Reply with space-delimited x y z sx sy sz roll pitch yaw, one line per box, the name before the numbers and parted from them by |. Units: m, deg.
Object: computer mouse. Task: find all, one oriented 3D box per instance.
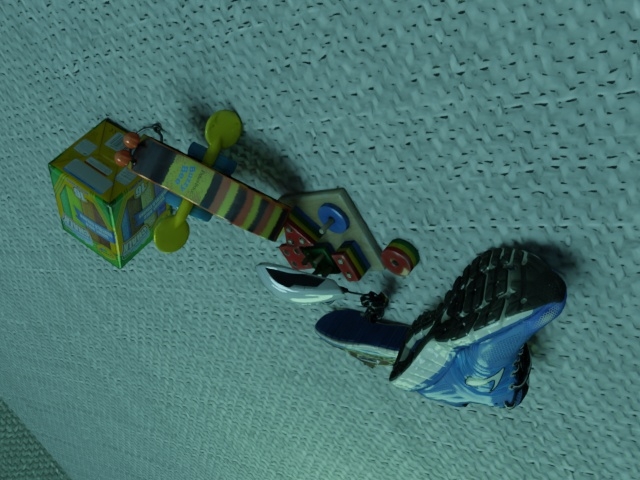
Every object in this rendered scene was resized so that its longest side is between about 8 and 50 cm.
computer mouse | -0.002 0.075 1.234 0.192 0.042 0.106 14 167 1

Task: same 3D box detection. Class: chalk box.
chalk box | -0.328 -0.058 1.418 0.132 0.132 0.213 31 145 18

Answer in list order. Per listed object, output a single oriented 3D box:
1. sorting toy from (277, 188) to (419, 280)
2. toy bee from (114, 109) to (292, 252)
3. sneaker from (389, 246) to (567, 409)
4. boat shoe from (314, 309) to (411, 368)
sorting toy | 0.000 0.000 1.223 0.274 0.046 0.132 -3 126 48
toy bee | -0.195 -0.081 1.194 0.298 0.195 0.162 4 173 27
sneaker | 0.213 0.121 1.097 0.147 0.130 0.330 27 149 -6
boat shoe | 0.071 0.155 1.308 0.183 0.066 0.066 13 139 37
